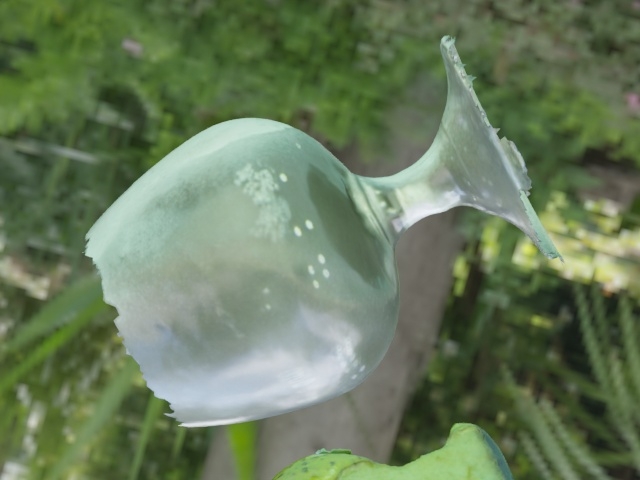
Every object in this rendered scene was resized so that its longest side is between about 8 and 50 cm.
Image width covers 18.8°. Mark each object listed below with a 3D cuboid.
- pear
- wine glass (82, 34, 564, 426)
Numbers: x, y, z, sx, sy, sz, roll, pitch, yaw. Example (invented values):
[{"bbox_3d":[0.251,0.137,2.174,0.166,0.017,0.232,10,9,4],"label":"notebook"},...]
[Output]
[{"bbox_3d":[0.037,0.290,1.859,0.255,0.164,0.238,-6,151,-22],"label":"pear"},{"bbox_3d":[0.000,0.000,1.457,0.323,0.238,0.238,-24,-174,4],"label":"wine glass"}]
